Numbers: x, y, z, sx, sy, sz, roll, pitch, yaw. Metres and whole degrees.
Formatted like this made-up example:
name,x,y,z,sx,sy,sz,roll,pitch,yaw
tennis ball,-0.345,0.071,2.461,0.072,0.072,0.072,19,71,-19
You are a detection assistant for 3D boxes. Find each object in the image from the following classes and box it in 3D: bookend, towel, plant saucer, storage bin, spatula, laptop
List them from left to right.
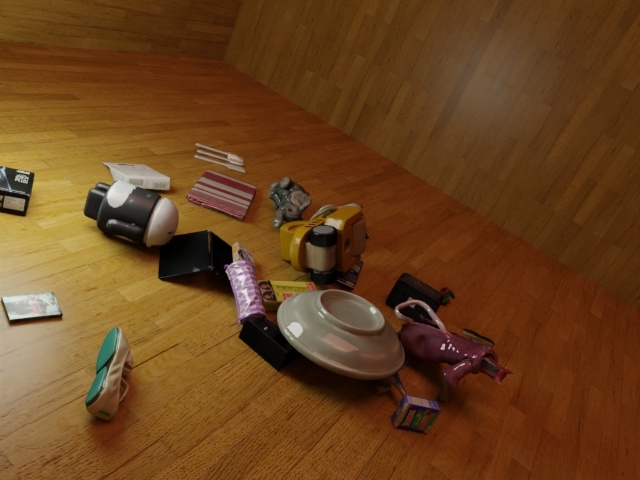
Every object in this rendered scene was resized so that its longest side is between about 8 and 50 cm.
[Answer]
name,x,y,z,sx,sy,sz,roll,pitch,yaw
laptop,-0.371,0.085,1.805,0.264,0.136,0.234,41,16,-31
spatula,-0.468,-0.385,2.601,0.241,0.019,0.168,14,33,-20
towel,-0.394,-0.193,2.284,0.237,0.037,0.329,20,24,-6
bookend,-0.121,0.274,1.605,0.156,0.072,0.157,36,27,21
plant saucer,0.074,0.241,1.634,0.400,0.101,0.400,18,21,-7
storage bin,0.349,0.218,2.071,0.180,0.122,0.084,30,26,10

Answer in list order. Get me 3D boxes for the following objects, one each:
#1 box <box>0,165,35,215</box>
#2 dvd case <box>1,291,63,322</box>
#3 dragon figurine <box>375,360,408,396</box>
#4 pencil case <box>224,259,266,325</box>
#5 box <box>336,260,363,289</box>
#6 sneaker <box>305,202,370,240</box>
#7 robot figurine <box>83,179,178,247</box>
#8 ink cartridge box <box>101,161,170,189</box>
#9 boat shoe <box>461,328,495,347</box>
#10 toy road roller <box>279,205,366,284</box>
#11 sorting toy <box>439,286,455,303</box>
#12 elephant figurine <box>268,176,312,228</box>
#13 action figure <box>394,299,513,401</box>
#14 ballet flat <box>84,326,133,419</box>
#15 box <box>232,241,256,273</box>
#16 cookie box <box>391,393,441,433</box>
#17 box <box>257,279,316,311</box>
name,x,y,z,sx,sy,sz,roll,pitch,yaw
box,-0.958,-0.156,1.658,0.180,0.078,0.147,11,28,-26
dvd case,-0.703,0.162,1.363,0.119,0.013,0.087,0,35,-43
dragon figurine,0.202,0.385,1.669,0.289,0.085,0.144,36,28,23
pencil case,-0.225,0.153,1.667,0.088,0.086,0.206,1,52,-32
box,0.082,0.113,2.129,0.136,0.037,0.225,26,26,2
sneaker,0.076,-0.044,2.324,0.410,0.158,0.182,-14,63,-46
robot figurine,-0.586,-0.081,1.750,0.278,0.173,0.209,21,61,-9
ink cartridge box,-0.701,-0.244,2.110,0.181,0.056,0.224,-3,19,-44
boat shoe,0.581,0.372,2.078,0.135,0.045,0.050,26,15,-4
toy road roller,0.000,0.000,2.037,0.240,0.203,0.329,14,27,30
sorting toy,0.520,0.233,2.292,0.042,0.061,0.102,54,26,-21
elephant figurine,-0.118,-0.130,2.315,0.239,0.186,0.169,65,2,39
action figure,0.435,0.336,1.741,0.248,0.276,0.370,-22,22,-35
ballet flat,-0.466,0.299,1.260,0.086,0.086,0.248,17,28,-16
box,-0.258,0.059,1.879,0.081,0.028,0.136,41,18,-30
cookie box,0.263,0.479,1.541,0.107,0.092,0.040,16,24,-17
box,-0.115,0.179,1.786,0.232,0.058,0.087,7,46,-36
